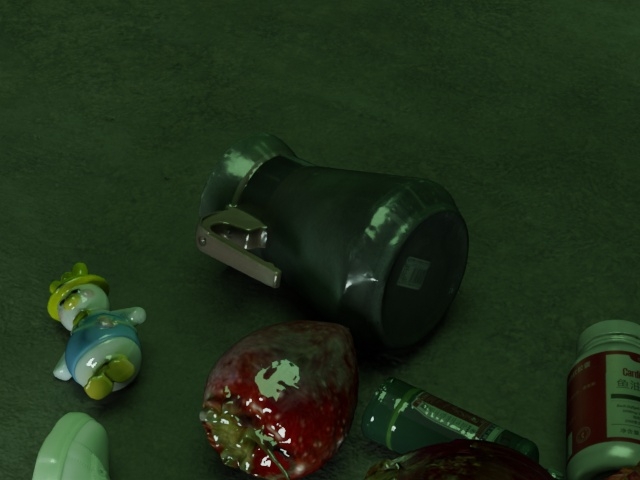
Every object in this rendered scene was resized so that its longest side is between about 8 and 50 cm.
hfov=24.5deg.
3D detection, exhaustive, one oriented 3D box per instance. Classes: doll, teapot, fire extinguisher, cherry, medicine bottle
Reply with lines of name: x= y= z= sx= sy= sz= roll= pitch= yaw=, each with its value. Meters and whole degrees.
doll: x=-0.317 y=0.125 z=2.053 sx=0.098 sy=0.135 sz=0.241 roll=6 pitch=35 yaw=-36
teapot: x=0.000 y=0.000 z=2.074 sx=0.344 sy=0.253 sz=0.300 roll=24 pitch=27 yaw=35
fire extinguisher: x=0.200 y=0.269 z=1.882 sx=0.294 sy=0.093 sz=0.118 roll=23 pitch=10 yaw=25
cherry: x=-0.039 y=0.197 z=1.898 sx=0.192 sy=0.175 sz=0.250 roll=30 pitch=60 yaw=21
medicine bottle: x=0.382 y=0.226 z=1.896 sx=0.131 sy=0.131 sz=0.250 roll=5 pitch=43 yaw=7

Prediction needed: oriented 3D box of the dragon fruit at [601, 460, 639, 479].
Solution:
dragon fruit: x=0.357 y=0.366 z=1.699 sx=0.268 sy=0.205 sz=0.210 roll=-30 pitch=57 yaw=21

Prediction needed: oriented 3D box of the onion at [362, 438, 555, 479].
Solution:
onion: x=0.166 y=0.416 z=1.601 sx=0.385 sy=0.348 sz=0.348 roll=46 pitch=51 yaw=-6

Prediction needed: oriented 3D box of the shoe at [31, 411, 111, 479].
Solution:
shoe: x=-0.267 y=0.359 z=1.769 sx=0.160 sy=0.132 sz=0.363 roll=2 pitch=46 yaw=4
